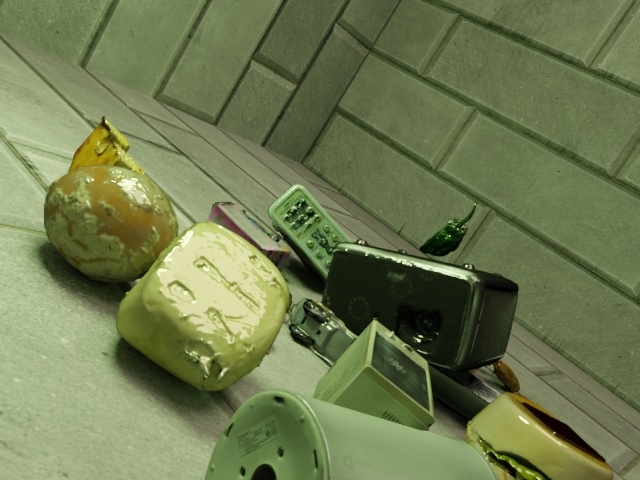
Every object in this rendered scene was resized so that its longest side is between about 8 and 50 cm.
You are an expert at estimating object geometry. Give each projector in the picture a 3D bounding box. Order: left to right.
[{"bbox_3d":[0.258,0.153,1.577,0.396,0.241,0.405,12,0,30],"label":"projector"}]

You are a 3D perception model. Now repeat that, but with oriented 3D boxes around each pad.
[{"bbox_3d":[-0.045,0.058,1.791,0.159,0.009,0.265,40,-10,38],"label":"pad"}]

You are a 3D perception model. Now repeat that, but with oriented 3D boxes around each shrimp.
[{"bbox_3d":[0.562,0.409,1.982,0.187,0.052,0.132,52,-6,-34],"label":"shrimp"}]

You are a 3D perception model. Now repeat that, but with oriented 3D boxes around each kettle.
[{"bbox_3d":[0.060,0.319,0.711,0.318,0.205,0.265,27,9,-38],"label":"kettle"}]

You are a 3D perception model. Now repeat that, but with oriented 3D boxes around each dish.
[{"bbox_3d":[0.339,0.369,1.535,0.243,0.080,0.182,32,8,18],"label":"dish"}]

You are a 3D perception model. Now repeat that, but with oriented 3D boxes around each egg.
[{"bbox_3d":[-0.361,-0.033,1.084,0.245,0.203,0.203,28,10,17],"label":"egg"}]

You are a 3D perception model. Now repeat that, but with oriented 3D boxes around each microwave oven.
[{"bbox_3d":[0.078,0.265,1.020,0.145,0.194,0.240,37,11,0],"label":"microwave oven"}]

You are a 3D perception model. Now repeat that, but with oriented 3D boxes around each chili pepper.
[{"bbox_3d":[0.319,-0.004,1.584,0.065,0.122,0.279,45,-15,5],"label":"chili pepper"}]

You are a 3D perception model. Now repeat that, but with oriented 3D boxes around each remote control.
[{"bbox_3d":[0.000,0.000,1.762,0.335,0.128,0.065,49,-7,-12],"label":"remote control"}]

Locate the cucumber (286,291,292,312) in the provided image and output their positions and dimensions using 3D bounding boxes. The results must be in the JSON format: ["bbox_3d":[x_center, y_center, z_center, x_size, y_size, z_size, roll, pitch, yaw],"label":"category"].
[{"bbox_3d":[-0.161,0.075,1.491,0.072,0.072,0.300,22,13,-42],"label":"cucumber"}]

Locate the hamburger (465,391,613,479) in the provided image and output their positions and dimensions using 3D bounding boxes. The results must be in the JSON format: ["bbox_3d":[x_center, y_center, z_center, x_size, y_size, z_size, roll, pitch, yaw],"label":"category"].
[{"bbox_3d":[0.427,0.440,1.260,0.302,0.170,0.302,33,7,-4],"label":"hamburger"}]

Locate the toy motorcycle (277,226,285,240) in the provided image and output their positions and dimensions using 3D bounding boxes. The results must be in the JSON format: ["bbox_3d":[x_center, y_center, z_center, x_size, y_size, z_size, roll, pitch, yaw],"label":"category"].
[{"bbox_3d":[-0.010,0.020,1.878,0.331,0.125,0.196,39,-7,0],"label":"toy motorcycle"}]

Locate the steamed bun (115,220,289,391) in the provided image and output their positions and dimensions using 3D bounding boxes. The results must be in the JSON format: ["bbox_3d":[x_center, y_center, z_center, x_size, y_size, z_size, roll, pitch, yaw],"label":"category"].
[{"bbox_3d":[-0.184,0.116,0.994,0.232,0.166,0.273,37,40,-7],"label":"steamed bun"}]

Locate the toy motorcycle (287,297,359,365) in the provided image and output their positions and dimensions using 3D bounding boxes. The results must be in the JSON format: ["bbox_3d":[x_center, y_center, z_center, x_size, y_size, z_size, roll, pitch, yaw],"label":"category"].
[{"bbox_3d":[0.039,0.217,1.371,0.263,0.090,0.157,36,7,30],"label":"toy motorcycle"}]

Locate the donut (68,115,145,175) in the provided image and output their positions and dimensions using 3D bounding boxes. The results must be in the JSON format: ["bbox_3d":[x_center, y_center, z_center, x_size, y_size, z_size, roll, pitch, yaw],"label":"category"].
[{"bbox_3d":[-0.507,-0.173,1.457,0.101,0.152,0.259,43,7,-42],"label":"donut"}]

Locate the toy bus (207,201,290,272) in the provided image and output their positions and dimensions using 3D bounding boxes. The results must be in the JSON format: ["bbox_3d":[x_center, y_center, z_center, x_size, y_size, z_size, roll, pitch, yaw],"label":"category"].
[{"bbox_3d":[-0.201,-0.014,1.722,0.112,0.090,0.274,13,21,-48],"label":"toy bus"}]

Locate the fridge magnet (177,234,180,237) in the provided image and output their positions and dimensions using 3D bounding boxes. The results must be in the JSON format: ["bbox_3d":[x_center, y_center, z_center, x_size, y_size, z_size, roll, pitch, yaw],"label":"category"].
[{"bbox_3d":[-0.233,0.058,1.322,0.208,0.088,0.208,30,11,-6],"label":"fridge magnet"}]

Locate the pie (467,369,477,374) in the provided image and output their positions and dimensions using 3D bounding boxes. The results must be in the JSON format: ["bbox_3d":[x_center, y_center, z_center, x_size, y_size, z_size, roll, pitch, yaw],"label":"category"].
[{"bbox_3d":[0.356,0.297,1.919,0.340,0.083,0.339,29,10,-5],"label":"pie"}]
